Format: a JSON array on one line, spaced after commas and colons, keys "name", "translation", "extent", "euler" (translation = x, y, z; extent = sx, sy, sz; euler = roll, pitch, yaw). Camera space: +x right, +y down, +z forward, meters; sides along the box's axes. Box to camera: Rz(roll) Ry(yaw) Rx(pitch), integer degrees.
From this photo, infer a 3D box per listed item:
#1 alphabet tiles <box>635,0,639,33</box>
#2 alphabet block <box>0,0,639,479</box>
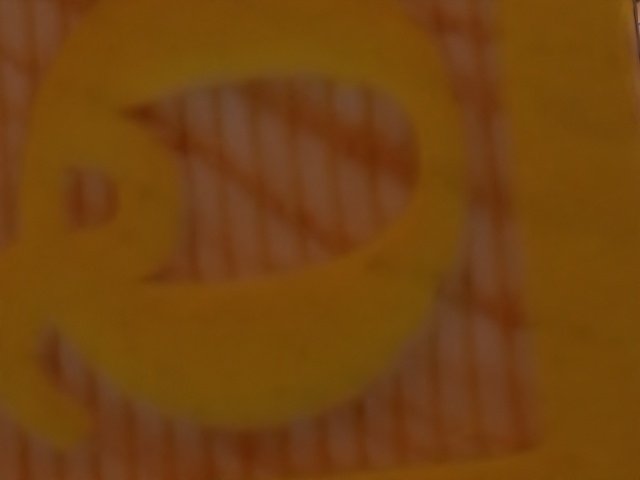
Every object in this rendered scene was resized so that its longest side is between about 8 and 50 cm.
[{"name": "alphabet tiles", "translation": [0.205, -0.040, 0.616], "extent": [0.198, 0.009, 0.237], "euler": [36, 144, -29]}, {"name": "alphabet block", "translation": [0.000, 0.000, 0.511], "extent": [0.192, 0.193, 0.197], "euler": [-9, 171, 10]}]
